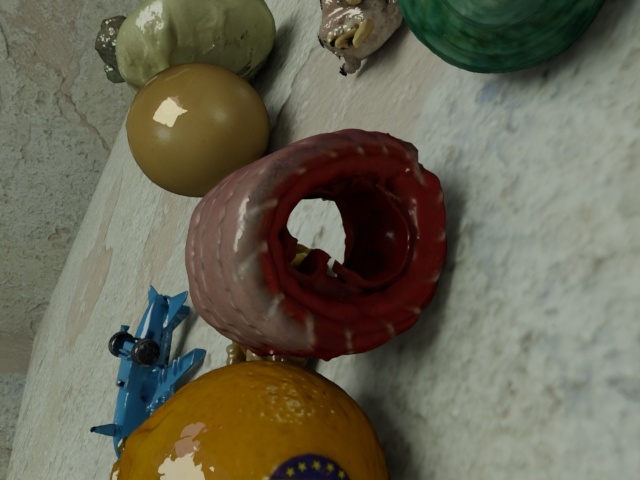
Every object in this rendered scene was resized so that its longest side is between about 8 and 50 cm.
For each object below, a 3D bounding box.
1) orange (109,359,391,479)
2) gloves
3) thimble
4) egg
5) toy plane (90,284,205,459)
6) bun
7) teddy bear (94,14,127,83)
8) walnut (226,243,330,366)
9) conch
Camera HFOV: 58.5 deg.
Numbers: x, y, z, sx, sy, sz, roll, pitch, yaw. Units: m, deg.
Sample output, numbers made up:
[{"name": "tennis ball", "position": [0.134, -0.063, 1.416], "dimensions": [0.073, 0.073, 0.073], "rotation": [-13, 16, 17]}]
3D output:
[{"name": "orange", "position": [-0.053, 0.195, 0.406], "dimensions": [0.219, 0.192, 0.220], "rotation": [-172, 90, -76]}, {"name": "gloves", "position": [0.040, -0.267, 0.642], "dimensions": [0.110, 0.094, 0.144], "rotation": [155, 110, -65]}, {"name": "thimble", "position": [-0.003, 0.006, 0.444], "dimensions": [0.125, 0.189, 0.163], "rotation": [-12, 105, 59]}, {"name": "egg", "position": [-0.175, -0.162, 0.849], "dimensions": [0.244, 0.201, 0.201], "rotation": [13, 83, 51]}, {"name": "toy plane", "position": [-0.277, 0.206, 0.895], "dimensions": [0.254, 0.105, 0.272], "rotation": [2, 69, 46]}, {"name": "bun", "position": [-0.198, -0.304, 0.966], "dimensions": [0.287, 0.287, 0.146], "rotation": [-39, 70, 44]}, {"name": "teddy bear", "position": [-0.412, -0.414, 1.371], "dimensions": [0.151, 0.267, 0.236], "rotation": [-55, 44, 12]}, {"name": "walnut", "position": [-0.051, 0.080, 0.601], "dimensions": [0.143, 0.069, 0.170], "rotation": [-27, 46, 55]}, {"name": "conch", "position": [0.133, -0.214, 0.393], "dimensions": [0.196, 0.134, 0.202], "rotation": [-42, 37, 44]}]
